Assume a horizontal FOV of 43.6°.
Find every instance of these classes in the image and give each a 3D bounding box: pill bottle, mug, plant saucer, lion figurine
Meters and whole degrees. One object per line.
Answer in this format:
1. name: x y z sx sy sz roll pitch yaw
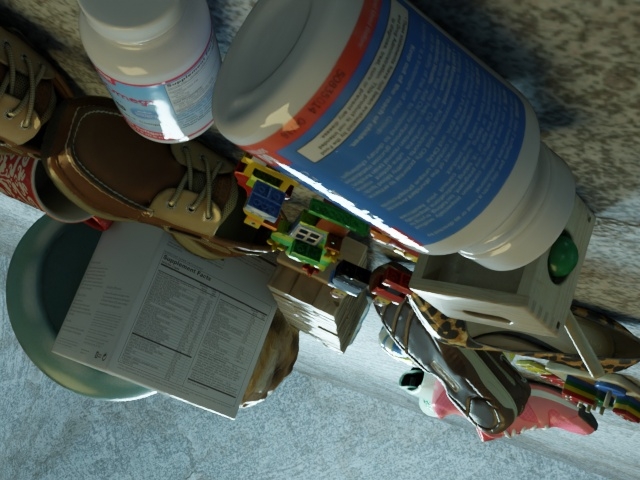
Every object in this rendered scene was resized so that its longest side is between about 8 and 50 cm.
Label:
1. pill bottle: -0.115 -0.135 0.556 0.087 0.087 0.160 20 166 6
2. mug: -0.359 -0.074 1.059 0.169 0.113 0.150 13 121 45
3. pill bottle: 0.055 -0.065 0.493 0.221 0.124 0.124 30 164 -30
4. plant saucer: -0.298 0.076 1.192 0.317 0.318 0.043 27 148 -22
5. lion figurine: -0.095 0.169 1.346 0.142 0.240 0.392 14 167 6

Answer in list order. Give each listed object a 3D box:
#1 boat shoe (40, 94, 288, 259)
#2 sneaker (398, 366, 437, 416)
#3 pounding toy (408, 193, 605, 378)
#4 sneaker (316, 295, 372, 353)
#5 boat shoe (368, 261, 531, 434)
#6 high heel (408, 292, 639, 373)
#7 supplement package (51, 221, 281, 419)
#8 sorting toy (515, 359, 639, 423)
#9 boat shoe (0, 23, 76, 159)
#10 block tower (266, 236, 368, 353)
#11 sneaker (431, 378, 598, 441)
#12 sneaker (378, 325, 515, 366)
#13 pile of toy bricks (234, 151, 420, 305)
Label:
1. boat shoe: -0.141 -0.061 0.851 0.119 0.123 0.324 6 169 31
2. sneaker: 0.230 0.314 1.736 0.151 0.094 0.256 17 157 -9
3. pounding toy: 0.167 0.026 0.662 0.141 0.130 0.100 8 161 43
4. sneaker: 0.034 0.131 1.338 0.087 0.092 0.229 20 165 12
5. boat shoe: 0.169 0.125 1.039 0.257 0.095 0.095 52 145 10
6. high heel: 0.232 0.087 0.891 0.261 0.093 0.186 23 165 -38
7. supplement package: -0.190 0.070 1.074 0.198 0.263 0.199 30 163 -33
8. sorting toy: 0.435 0.243 1.271 0.132 0.046 0.274 31 163 -35
9. boat shoe: -0.301 -0.151 0.739 0.116 0.123 0.324 16 175 5
10. block tower: 0.004 0.070 1.061 0.097 0.091 0.335 25 167 11
11. sneaker: 0.357 0.327 1.514 0.313 0.136 0.116 18 167 12
12. sneaker: 0.163 0.122 1.165 0.240 0.091 0.126 -2 142 43
13. pile of toy bricks: 0.000 0.000 0.807 0.212 0.118 0.105 25 146 -11
